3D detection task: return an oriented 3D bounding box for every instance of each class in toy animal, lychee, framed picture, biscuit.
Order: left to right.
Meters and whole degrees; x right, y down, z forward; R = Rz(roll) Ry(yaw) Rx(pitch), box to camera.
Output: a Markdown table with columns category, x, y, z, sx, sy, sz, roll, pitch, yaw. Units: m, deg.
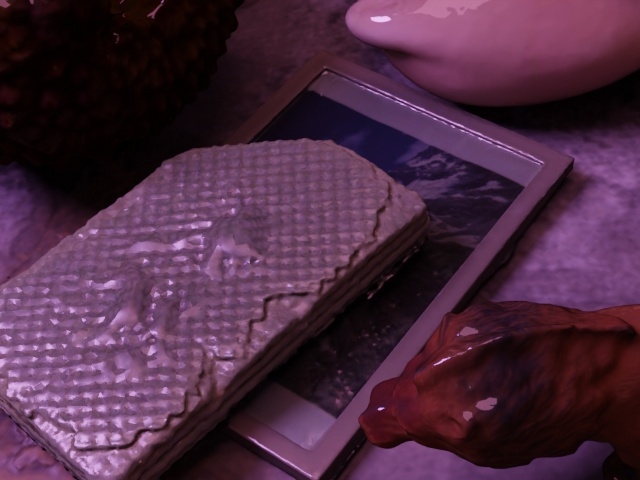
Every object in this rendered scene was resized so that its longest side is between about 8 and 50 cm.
| category | x | y | z | sx | sy | sz | roll | pitch | yaw |
| --- | --- | --- | --- | --- | --- | --- | --- | --- | --- |
| lychee | -0.186 | -0.170 | 0.746 | 0.267 | 0.267 | 0.267 | -3 | 49 | 3 |
| biscuit | -0.070 | 0.023 | 0.664 | 0.252 | 0.052 | 0.150 | -39 | 56 | -24 |
| framed picture | 0.000 | 0.000 | 0.722 | 0.209 | 0.019 | 0.281 | 26 | 57 | 24 |
| toy animal | 0.192 | -0.243 | 0.765 | 0.345 | 0.247 | 0.278 | 1 | 47 | 6 |
| toy animal | 0.175 | 0.061 | 0.554 | 0.312 | 0.157 | 0.097 | -14 | 62 | 7 |
